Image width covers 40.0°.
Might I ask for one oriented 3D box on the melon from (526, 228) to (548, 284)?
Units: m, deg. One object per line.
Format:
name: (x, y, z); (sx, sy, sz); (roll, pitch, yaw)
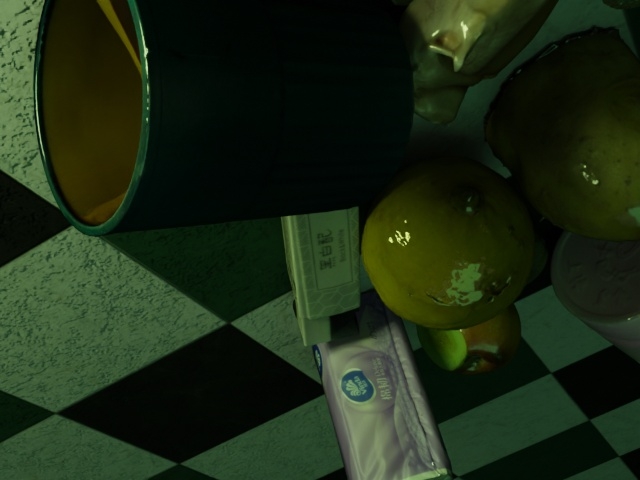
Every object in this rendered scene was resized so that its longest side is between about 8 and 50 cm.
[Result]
melon: (0.274, 0.038, 1.358); (0.162, 0.099, 0.099); (-33, 141, 24)

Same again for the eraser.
eraser: (0.000, 0.000, 1.193); (0.096, 0.098, 0.404); (-13, 144, -6)

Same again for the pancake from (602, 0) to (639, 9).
pancake: (0.369, -0.324, 0.978); (0.158, 0.028, 0.158); (-14, 143, -10)

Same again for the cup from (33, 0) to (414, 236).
cup: (-0.100, -0.116, 0.849); (0.292, 0.242, 0.308); (-6, 146, -36)

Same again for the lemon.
lemon: (0.170, 0.003, 1.162); (0.228, 0.228, 0.253); (-30, 172, 17)

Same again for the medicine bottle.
medicine bottle: (0.534, 0.083, 1.430); (0.212, 0.212, 0.325); (-35, 141, 23)

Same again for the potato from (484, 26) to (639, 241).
potato: (0.347, -0.100, 1.071); (0.229, 0.266, 0.229); (-10, 140, -9)

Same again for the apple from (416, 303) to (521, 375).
apple: (0.248, 0.146, 1.448); (0.163, 0.147, 0.146); (-9, 143, -9)

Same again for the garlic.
garlic: (0.157, -0.228, 0.929); (0.217, 0.110, 0.228); (-41, 173, 12)

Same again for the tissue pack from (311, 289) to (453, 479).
tissue pack: (0.096, 0.285, 1.410); (0.160, 0.338, 0.242); (-15, 143, 0)

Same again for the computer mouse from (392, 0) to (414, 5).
computer mouse: (0.087, -0.289, 0.898); (0.056, 0.032, 0.110); (-27, 152, -2)
